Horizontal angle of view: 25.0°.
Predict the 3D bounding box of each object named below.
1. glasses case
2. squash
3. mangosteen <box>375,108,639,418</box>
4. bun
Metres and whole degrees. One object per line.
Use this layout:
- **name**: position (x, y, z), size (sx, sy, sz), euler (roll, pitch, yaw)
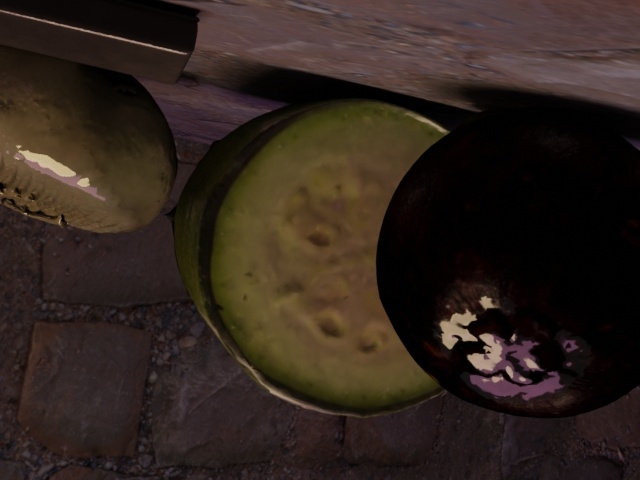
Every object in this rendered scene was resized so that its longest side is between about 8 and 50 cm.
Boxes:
- **glasses case**: position (-0.174, -0.144, 0.916), size (0.190, 0.042, 0.072), euler (12, 174, -9)
- **squash**: position (0.000, 0.000, 1.315), size (0.263, 0.263, 0.384), euler (12, -179, -9)
- **mangosteen**: position (0.158, 0.000, 1.041), size (0.228, 0.228, 0.265), euler (12, -142, 11)
- **bun**: position (-0.264, -0.110, 1.397), size (0.272, 0.168, 0.273), euler (18, 169, 4)
